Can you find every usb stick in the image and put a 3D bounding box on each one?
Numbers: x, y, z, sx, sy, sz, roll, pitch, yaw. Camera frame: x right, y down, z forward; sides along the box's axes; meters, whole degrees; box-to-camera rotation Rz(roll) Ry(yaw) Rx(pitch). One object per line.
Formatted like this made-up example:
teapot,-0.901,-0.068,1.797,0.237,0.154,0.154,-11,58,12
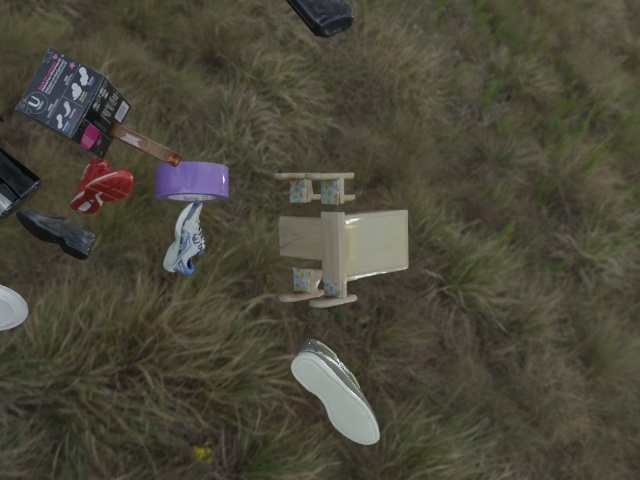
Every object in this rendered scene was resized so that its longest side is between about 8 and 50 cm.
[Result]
usb stick,-0.042,-0.412,1.054,0.077,0.045,0.278,-23,59,-18

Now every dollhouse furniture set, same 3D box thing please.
dollhouse furniture set,0.000,0.000,1.799,0.256,0.394,0.362,-7,98,-44

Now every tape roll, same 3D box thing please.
tape roll,-0.332,-0.149,1.747,0.189,0.189,0.080,0,86,-31

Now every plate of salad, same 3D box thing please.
plate of salad,-0.809,0.152,1.628,0.199,0.200,0.048,13,45,-22

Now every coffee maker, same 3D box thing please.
coffee maker,-0.720,-0.164,1.523,0.178,0.120,0.171,44,84,-14

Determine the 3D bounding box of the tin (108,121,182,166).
tin,-0.406,-0.222,1.562,0.189,0.040,0.106,27,-3,21

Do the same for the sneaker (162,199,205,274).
sneaker,-0.218,-0.003,1.148,0.058,0.135,0.052,23,17,7

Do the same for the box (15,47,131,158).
box,-0.561,-0.310,1.562,0.142,0.247,0.163,27,86,0

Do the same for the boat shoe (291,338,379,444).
boat shoe,0.048,0.365,1.632,0.305,0.109,0.091,52,27,-16

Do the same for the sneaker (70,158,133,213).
sneaker,-0.514,-0.156,1.593,0.087,0.221,0.128,28,53,-44

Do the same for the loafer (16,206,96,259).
loafer,-0.560,-0.025,1.438,0.170,0.062,0.061,36,54,-23
